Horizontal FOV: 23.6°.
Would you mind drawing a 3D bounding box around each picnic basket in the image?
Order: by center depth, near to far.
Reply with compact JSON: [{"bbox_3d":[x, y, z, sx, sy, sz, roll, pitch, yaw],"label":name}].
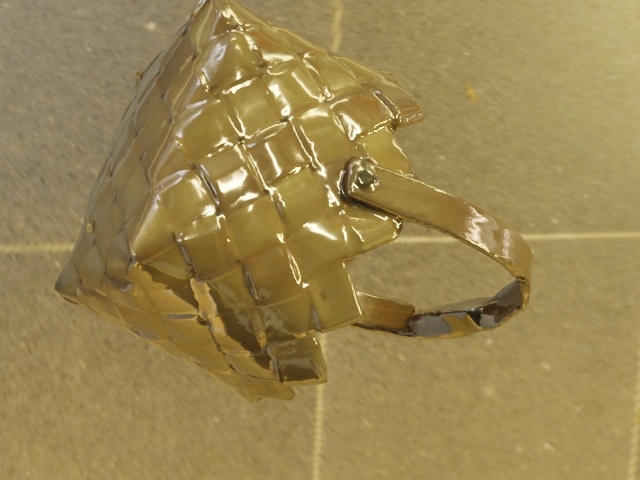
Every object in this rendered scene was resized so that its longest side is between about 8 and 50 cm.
[{"bbox_3d":[0.000,0.000,0.615,0.178,0.128,0.138,26,66,-23],"label":"picnic basket"}]
